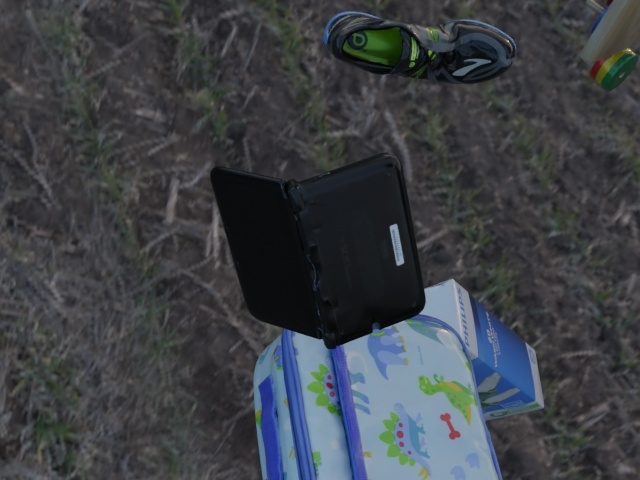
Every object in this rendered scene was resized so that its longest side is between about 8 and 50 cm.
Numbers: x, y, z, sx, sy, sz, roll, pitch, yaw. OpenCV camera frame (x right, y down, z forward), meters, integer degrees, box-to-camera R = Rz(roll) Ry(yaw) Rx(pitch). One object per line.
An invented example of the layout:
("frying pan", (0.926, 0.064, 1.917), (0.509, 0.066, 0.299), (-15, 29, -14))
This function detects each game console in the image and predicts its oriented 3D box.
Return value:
("game console", (0.000, 0.000, 0.734), (0.107, 0.122, 0.071), (-20, 33, -11))

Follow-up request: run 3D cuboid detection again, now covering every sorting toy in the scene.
("sorting toy", (0.297, -0.245, 1.046), (0.046, 0.274, 0.132), (45, 44, 20))

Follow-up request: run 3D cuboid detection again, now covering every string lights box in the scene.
("string lights box", (0.134, 0.130, 1.233), (0.260, 0.133, 0.076), (36, 43, -55))

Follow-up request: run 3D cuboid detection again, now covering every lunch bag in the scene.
("lunch bag", (0.041, 0.161, 0.848), (0.176, 0.090, 0.219), (8, 56, -25))

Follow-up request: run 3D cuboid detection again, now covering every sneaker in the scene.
("sneaker", (0.096, -0.181, 1.114), (0.188, 0.067, 0.078), (6, 26, -2))
